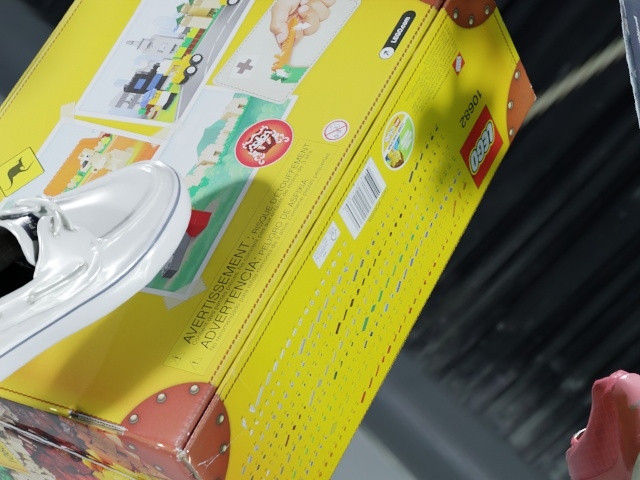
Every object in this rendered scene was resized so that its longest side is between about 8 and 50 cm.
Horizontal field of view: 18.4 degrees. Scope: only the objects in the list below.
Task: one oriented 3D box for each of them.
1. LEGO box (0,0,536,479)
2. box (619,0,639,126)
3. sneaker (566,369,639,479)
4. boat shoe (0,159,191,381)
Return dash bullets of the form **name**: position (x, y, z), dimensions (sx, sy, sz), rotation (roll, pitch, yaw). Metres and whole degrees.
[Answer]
- **LEGO box**: position (-0.103, -0.018, 1.654), dimensions (0.500, 0.372, 0.193), rotation (-59, 142, -24)
- **box**: position (0.252, -0.063, 0.840), dimensions (0.153, 0.108, 0.207), rotation (-26, 33, -16)
- **sneaker**: position (0.281, 0.236, 1.797), dimensions (0.116, 0.314, 0.136), rotation (-23, 52, -27)
- **boat shoe**: position (-0.206, 0.013, 1.412), dimensions (0.267, 0.088, 0.096), rotation (-35, 49, -20)
